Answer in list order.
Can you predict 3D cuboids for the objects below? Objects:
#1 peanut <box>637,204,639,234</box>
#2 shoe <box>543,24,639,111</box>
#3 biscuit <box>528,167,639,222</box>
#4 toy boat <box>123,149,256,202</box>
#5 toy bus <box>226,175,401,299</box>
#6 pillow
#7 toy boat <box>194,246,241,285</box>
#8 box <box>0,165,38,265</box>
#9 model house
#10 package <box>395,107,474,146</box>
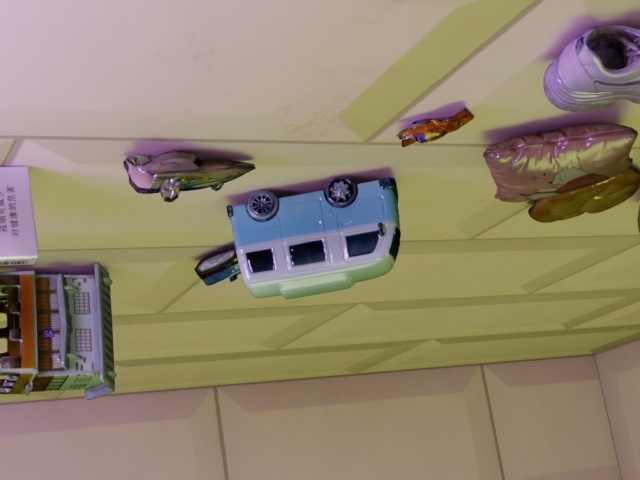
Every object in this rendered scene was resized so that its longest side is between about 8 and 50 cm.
[{"bbox_3d":[0.660,-0.055,2.113,0.147,0.148,0.319,-9,161,-2],"label":"peanut"},{"bbox_3d":[0.409,-0.220,1.448,0.245,0.095,0.137,-2,167,-2],"label":"shoe"},{"bbox_3d":[0.482,-0.081,2.098,0.202,0.041,0.260,-6,166,-10],"label":"biscuit"},{"bbox_3d":[-0.175,-0.095,1.630,0.210,0.066,0.084,-8,-159,-40],"label":"toy boat"},{"bbox_3d":[0.000,0.000,1.869,0.271,0.165,0.133,-10,165,4],"label":"toy bus"},{"bbox_3d":[0.372,-0.120,1.807,0.236,0.084,0.223,-10,167,14],"label":"pillow"},{"bbox_3d":[-0.175,0.050,2.147,0.137,0.060,0.061,-25,137,35],"label":"toy boat"},{"bbox_3d":[-0.498,-0.030,1.522,0.245,0.139,0.035,-4,161,-24],"label":"box"},{"bbox_3d":[-0.480,0.164,2.099,0.215,0.224,0.198,2,159,-24],"label":"model house"},{"bbox_3d":[0.162,-0.157,1.644,0.110,0.033,0.077,-17,154,12],"label":"package"}]
